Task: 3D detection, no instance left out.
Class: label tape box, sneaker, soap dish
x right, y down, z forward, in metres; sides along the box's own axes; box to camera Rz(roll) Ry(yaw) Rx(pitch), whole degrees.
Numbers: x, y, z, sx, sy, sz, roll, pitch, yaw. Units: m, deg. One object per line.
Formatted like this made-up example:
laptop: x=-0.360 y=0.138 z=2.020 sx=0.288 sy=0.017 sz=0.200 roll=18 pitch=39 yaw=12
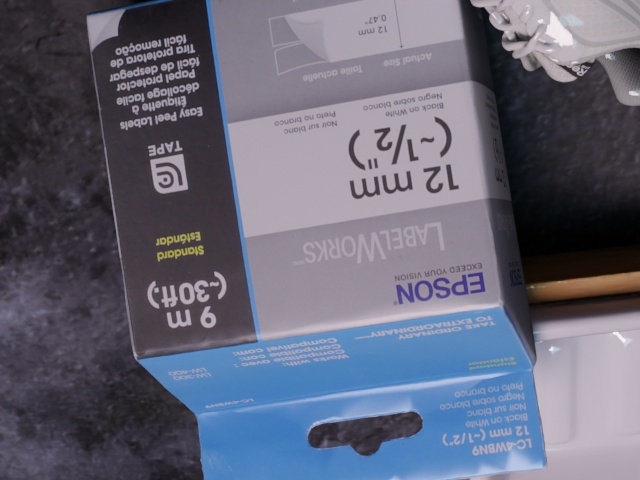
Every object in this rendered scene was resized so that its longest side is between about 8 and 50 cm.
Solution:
label tape box: x=0.000 y=0.000 z=1.029 sx=0.249 sy=0.115 sz=0.348 roll=-9 pitch=86 yaw=14
sneaker: x=0.131 y=-0.167 z=0.936 sx=0.292 sy=0.110 sz=0.118 roll=19 pitch=91 yaw=-29
soap dish: x=0.232 y=0.108 z=1.159 sx=0.290 sy=0.118 sz=0.229 roll=-6 pitch=119 yaw=-2
